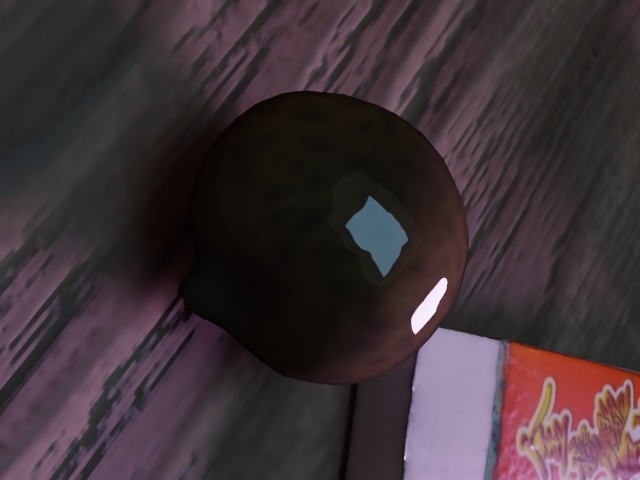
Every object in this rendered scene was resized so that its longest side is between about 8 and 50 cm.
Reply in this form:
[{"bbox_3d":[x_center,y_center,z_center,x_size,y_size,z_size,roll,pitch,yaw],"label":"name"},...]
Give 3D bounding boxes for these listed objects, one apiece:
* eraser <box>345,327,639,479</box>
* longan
[{"bbox_3d":[0.100,0.130,0.592,0.230,0.038,0.157,15,79,-42],"label":"eraser"},{"bbox_3d":[0.000,0.000,0.467,0.113,0.092,0.113,-7,103,-33],"label":"longan"}]
